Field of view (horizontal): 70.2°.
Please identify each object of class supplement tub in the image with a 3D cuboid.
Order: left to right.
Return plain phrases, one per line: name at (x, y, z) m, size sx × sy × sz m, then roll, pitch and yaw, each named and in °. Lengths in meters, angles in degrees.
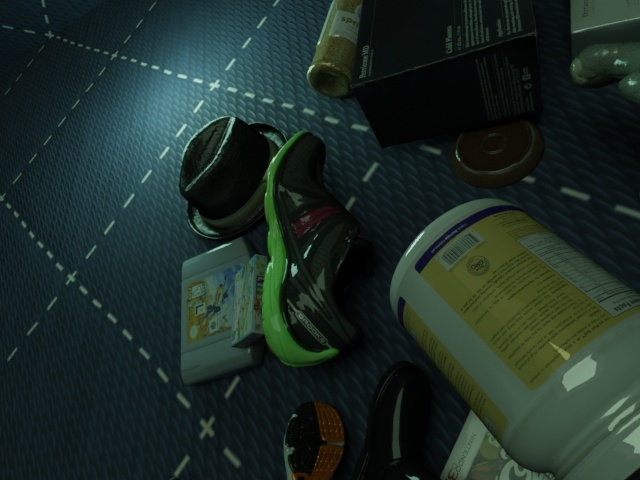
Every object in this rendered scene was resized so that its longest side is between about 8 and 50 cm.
supplement tub at (0.270, 0.124, 0.573) m, size 0.241 × 0.241 × 0.331 m, roll -42°, pitch 49°, yaw 4°

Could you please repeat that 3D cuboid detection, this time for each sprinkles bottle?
sprinkles bottle at (0.069, -0.529, 1.131) m, size 0.121 × 0.121 × 0.355 m, roll 4°, pitch 68°, yaw 31°

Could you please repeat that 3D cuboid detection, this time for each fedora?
fedora at (-0.237, -0.176, 1.098) m, size 0.334 × 0.152 × 0.333 m, roll -14°, pitch 59°, yaw 24°

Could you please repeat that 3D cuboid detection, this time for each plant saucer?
plant saucer at (0.327, -0.177, 0.856) m, size 0.169 × 0.029 × 0.168 m, roll -14°, pitch 58°, yaw 24°

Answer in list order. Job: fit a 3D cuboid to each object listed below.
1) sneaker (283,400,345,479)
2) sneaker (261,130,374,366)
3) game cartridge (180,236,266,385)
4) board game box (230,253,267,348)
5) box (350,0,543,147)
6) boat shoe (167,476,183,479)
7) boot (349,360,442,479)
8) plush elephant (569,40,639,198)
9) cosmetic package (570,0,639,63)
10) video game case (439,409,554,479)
sneaker at (-0.020, 0.388, 0.716) m, size 0.100 × 0.121 × 0.262 m, roll 10°, pitch 41°, yaw -6°
sneaker at (0.000, 0.000, 0.885) m, size 0.203 × 0.185 × 0.482 m, roll -6°, pitch 64°, yaw 7°
game cartridge at (-0.209, 0.140, 0.980) m, size 0.198 × 0.062 × 0.297 m, roll -25°, pitch 55°, yaw 21°
board game box at (-0.136, 0.117, 0.870) m, size 0.103 × 0.026 × 0.154 m, roll -39°, pitch 45°, yaw 48°
box at (0.249, -0.394, 0.903) m, size 0.313 × 0.179 × 0.342 m, roll -7°, pitch 56°, yaw 25°
boat shoe at (-0.223, 0.547, 0.735) m, size 0.105 × 0.113 × 0.306 m, roll -46°, pitch 41°, yaw 19°
boot at (0.138, 0.307, 0.613) m, size 0.207 × 0.094 × 0.246 m, roll 2°, pitch 68°, yaw 65°
plush elephant at (0.531, -0.126, 0.599) m, size 0.330 × 0.272 × 0.255 m, roll -133°, pitch 46°, yaw -69°
cosmetic package at (0.613, -0.514, 0.827) m, size 0.285 × 0.097 × 0.376 m, roll 1°, pitch 65°, yaw 28°
video game case at (0.272, 0.357, 0.596) m, size 0.232 × 0.042 × 0.210 m, roll 23°, pitch 79°, yaw 36°
